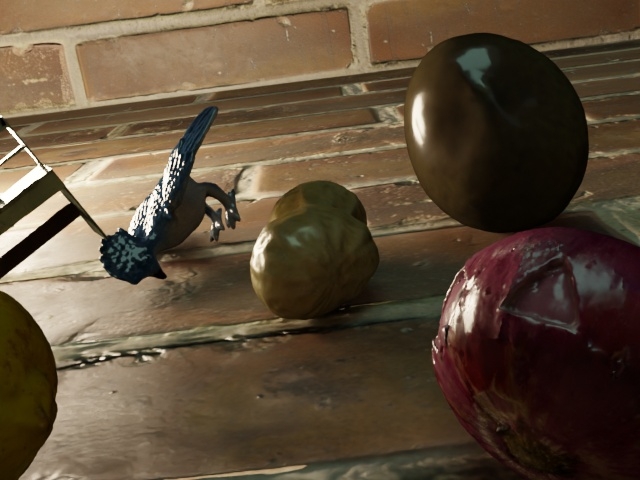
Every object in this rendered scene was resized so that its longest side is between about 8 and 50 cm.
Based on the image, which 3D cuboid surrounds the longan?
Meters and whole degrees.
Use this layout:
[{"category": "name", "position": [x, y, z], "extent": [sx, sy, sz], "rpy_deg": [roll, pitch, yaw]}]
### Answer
[{"category": "longan", "position": [0.204, -0.130, 0.911], "extent": [0.215, 0.246, 0.246], "rpy_deg": [-45, 29, -10]}]

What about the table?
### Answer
[{"category": "table", "position": [-0.352, -0.026, 0.839], "extent": [0.146, 0.175, 0.062], "rpy_deg": [-43, 28, -18]}]

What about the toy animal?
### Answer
[{"category": "toy animal", "position": [-0.190, -0.052, 0.964], "extent": [0.176, 0.239, 0.255], "rpy_deg": [12, 51, -33]}]

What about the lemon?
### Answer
[{"category": "lemon", "position": [-0.279, 0.105, 0.520], "extent": [0.208, 0.169, 0.170], "rpy_deg": [-3, 19, 6]}]

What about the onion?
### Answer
[{"category": "onion", "position": [0.154, 0.071, 0.443], "extent": [0.153, 0.177, 0.177], "rpy_deg": [-37, 25, -7]}]

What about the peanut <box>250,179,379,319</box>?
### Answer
[{"category": "peanut", "position": [0.000, 0.000, 0.803], "extent": [0.125, 0.111, 0.274], "rpy_deg": [-1, 20, 5]}]
